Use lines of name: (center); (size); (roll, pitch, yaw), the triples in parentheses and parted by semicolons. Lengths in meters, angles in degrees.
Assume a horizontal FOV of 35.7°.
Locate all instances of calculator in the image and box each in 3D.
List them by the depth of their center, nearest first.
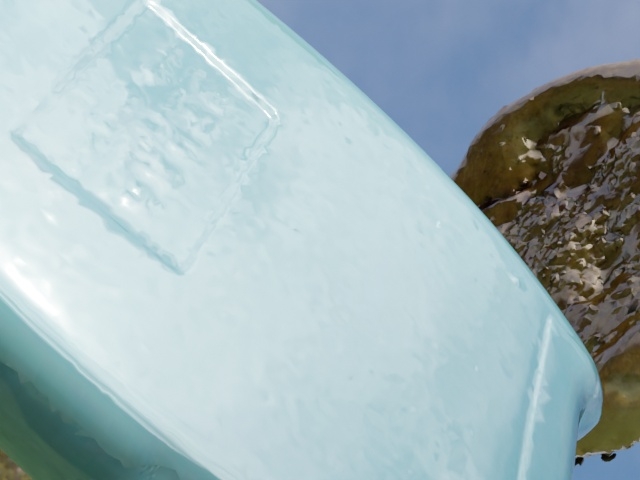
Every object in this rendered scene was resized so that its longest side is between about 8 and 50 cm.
calculator: (-0.013, 0.022, 0.403); (0.386, 0.256, 0.054); (42, -49, -15)

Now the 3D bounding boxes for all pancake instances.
pancake: (0.202, 0.012, 0.802); (0.382, 0.382, 0.071); (-19, -47, 39)
